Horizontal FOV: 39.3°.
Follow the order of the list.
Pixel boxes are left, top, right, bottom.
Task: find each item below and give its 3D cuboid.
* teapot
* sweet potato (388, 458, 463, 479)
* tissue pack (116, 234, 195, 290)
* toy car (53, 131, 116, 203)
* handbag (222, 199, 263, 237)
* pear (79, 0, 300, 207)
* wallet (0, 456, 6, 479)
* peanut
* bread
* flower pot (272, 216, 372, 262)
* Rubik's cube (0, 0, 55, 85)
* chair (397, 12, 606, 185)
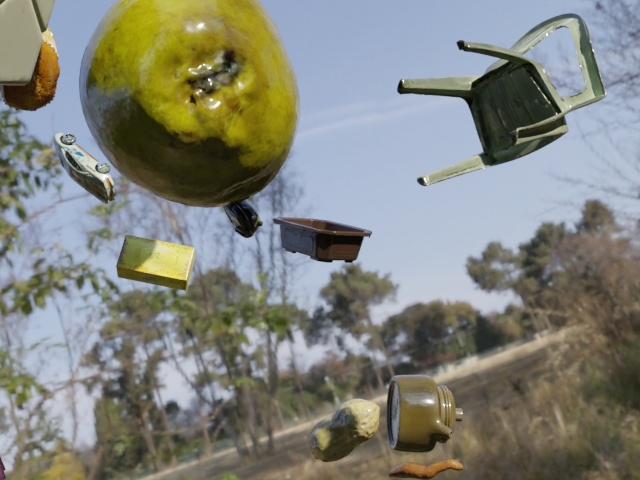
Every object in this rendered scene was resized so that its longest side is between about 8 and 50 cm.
[{"bbox_3d":[0.257,0.419,2.188,0.175,0.186,0.268,5,12,-7],"label":"teapot"},{"bbox_3d":[0.220,0.494,1.923,0.179,0.044,0.044,-16,-12,32],"label":"sweet potato"},{"bbox_3d":[-0.403,0.054,2.198,0.176,0.095,0.062,12,-30,-2],"label":"tissue pack"},{"bbox_3d":[-0.519,-0.158,1.955,0.056,0.205,0.095,-41,-23,-30],"label":"toy car"},{"bbox_3d":[-0.129,-0.041,1.486,0.047,0.111,0.072,-30,-53,-8],"label":"handbag"},{"bbox_3d":[-0.194,-0.223,1.347,0.352,0.352,0.413,-20,7,0],"label":"pear"},{"bbox_3d":[-0.534,0.320,1.251,0.166,0.111,0.030,-21,11,-25],"label":"wallet"},{"bbox_3d":[0.045,0.379,1.789,0.098,0.090,0.214,3,-36,-38],"label":"peanut"},{"bbox_3d":[-0.656,-0.387,2.009,0.132,0.114,0.190,-4,-47,-22],"label":"bread"},{"bbox_3d":[0.000,0.000,2.218,0.179,0.084,0.251,1,8,-36],"label":"flower pot"},{"bbox_3d":[-0.550,-0.406,1.170,0.322,0.316,0.319,-66,-15,17],"label":"Rubik's cube"},{"bbox_3d":[0.262,-0.211,1.262,0.274,0.190,0.203,-15,-6,-40],"label":"chair"}]
